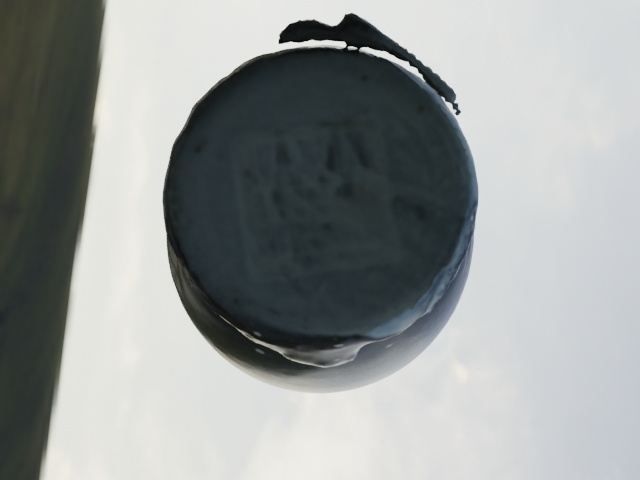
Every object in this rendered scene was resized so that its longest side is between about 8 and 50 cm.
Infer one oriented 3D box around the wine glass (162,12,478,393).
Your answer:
[{"bbox_3d":[0.000,0.000,0.527,0.204,0.111,0.111,99,-4,-81],"label":"wine glass"}]
